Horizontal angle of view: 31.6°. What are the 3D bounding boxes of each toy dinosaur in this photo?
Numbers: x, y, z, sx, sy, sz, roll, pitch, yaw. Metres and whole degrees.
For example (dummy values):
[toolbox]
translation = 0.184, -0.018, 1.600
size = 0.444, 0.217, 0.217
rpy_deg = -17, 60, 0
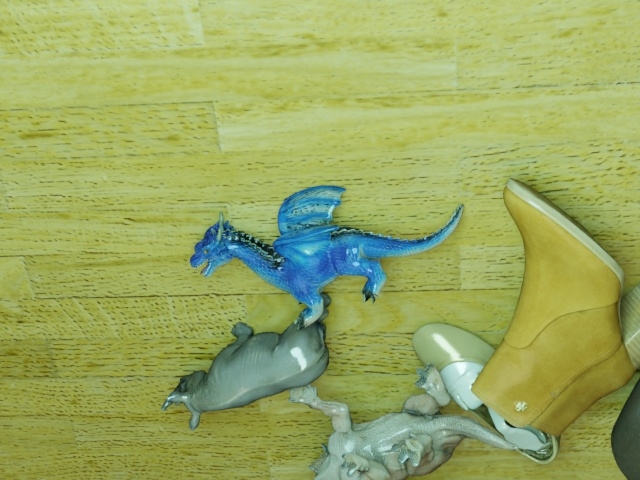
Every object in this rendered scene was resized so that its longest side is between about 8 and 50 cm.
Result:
[toy dinosaur]
translation = 0.086, 0.245, 1.319
size = 0.295, 0.127, 0.200
rpy_deg = -14, 146, 13

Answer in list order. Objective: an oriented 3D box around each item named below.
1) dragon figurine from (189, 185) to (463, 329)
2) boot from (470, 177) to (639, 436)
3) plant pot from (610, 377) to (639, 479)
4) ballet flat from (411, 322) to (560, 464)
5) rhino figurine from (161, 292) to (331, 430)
[dragon figurine]
translation = 0.000, 0.000, 1.202
size = 0.289, 0.085, 0.144
rpy_deg = -22, 120, 21
[boot]
translation = 0.232, 0.087, 1.206
size = 0.211, 0.104, 0.295
rpy_deg = -45, 119, 10
[plant pot]
translation = 0.432, 0.192, 1.239
size = 0.215, 0.215, 0.230
rpy_deg = 25, 138, -11
[ballet flat]
translation = 0.200, 0.180, 1.315
size = 0.232, 0.073, 0.080
rpy_deg = 37, 120, -18
[rhino figurine]
translation = -0.089, 0.149, 1.301
size = 0.243, 0.106, 0.073
rpy_deg = -25, 118, 21
